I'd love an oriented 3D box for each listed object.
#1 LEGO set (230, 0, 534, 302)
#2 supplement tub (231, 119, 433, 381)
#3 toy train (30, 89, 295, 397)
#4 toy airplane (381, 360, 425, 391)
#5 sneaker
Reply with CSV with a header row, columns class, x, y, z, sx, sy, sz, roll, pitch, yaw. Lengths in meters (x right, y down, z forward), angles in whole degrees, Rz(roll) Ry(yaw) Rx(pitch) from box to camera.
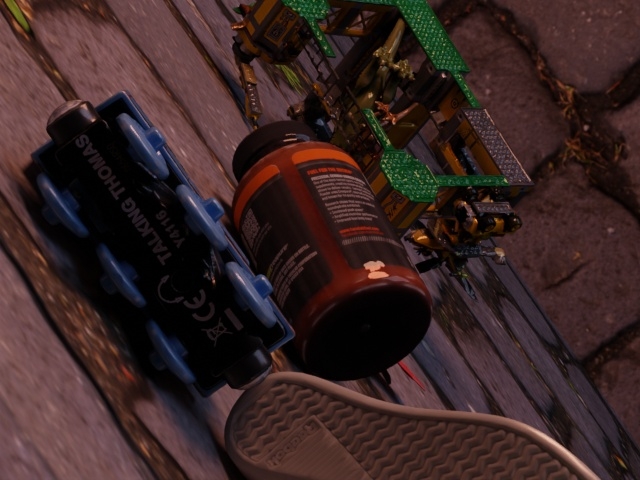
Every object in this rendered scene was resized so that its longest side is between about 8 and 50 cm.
class,x,y,z,sx,sy,sz,roll,pitch,yaw
LEGO set,0.033,-0.082,1.878,0.255,0.192,0.331,-11,59,-48
supplement tub,0.000,0.000,1.446,0.106,0.106,0.198,45,14,-49
toy train,-0.086,0.000,1.091,0.184,0.080,0.105,54,3,-6
toy airplane,0.030,0.062,1.622,0.151,0.028,0.151,55,8,-11
sneaker,0.082,0.155,1.071,0.256,0.094,0.151,21,-18,36
